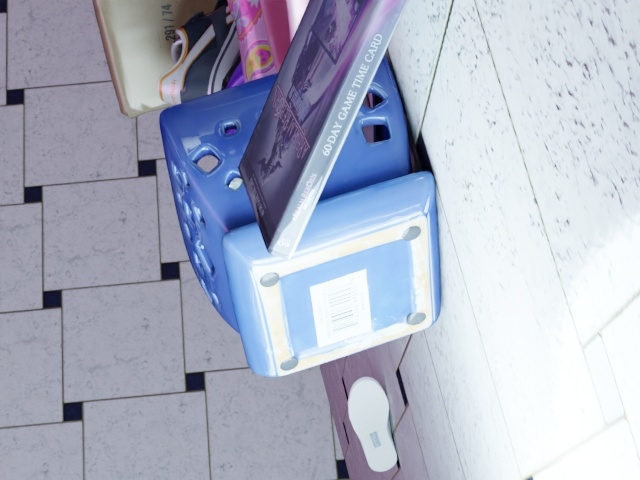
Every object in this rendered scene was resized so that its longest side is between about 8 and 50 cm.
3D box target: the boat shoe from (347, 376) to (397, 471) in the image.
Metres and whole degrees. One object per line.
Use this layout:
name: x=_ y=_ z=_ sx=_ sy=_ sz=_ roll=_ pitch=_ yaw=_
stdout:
boat shoe: x=0.081 y=0.278 z=2.124 sx=0.063 sy=0.066 sz=0.184 roll=-112 pitch=0 yaw=-57

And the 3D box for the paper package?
paper package: x=-0.229 y=-0.403 z=2.299 sx=0.168 sy=0.309 sz=0.325 roll=-128 pitch=24 yaw=-73

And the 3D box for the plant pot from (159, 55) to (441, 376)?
plant pot: x=-0.007 y=-0.013 z=1.318 sx=0.236 sy=0.236 sz=0.212 roll=82 pitch=166 yaw=-48

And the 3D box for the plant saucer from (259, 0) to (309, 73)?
plant saucer: x=-0.021 y=-0.311 z=1.401 sx=0.332 sy=0.084 sz=0.332 roll=170 pitch=90 yaw=-84

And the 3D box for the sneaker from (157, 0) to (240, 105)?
sneaker: x=-0.153 y=-0.311 z=2.101 sx=0.321 sy=0.127 sz=0.126 roll=-65 pitch=-24 yaw=-49

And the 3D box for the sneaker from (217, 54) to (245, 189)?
sneaker: x=-0.088 y=-0.157 z=1.818 sx=0.146 sy=0.102 sz=0.293 roll=20 pitch=91 yaw=53

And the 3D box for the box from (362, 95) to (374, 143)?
box: x=0.041 y=-0.100 z=1.613 sx=0.186 sy=0.038 sz=0.145 roll=-164 pitch=61 yaw=-86

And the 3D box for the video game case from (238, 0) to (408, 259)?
video game case: x=0.006 y=-0.143 z=1.088 sx=0.274 sy=0.026 sz=0.196 roll=-64 pitch=19 yaw=17

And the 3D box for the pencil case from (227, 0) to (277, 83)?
pencil case: x=-0.056 y=-0.299 z=1.634 sx=0.124 sy=0.124 sz=0.284 roll=-178 pitch=78 yaw=-85
